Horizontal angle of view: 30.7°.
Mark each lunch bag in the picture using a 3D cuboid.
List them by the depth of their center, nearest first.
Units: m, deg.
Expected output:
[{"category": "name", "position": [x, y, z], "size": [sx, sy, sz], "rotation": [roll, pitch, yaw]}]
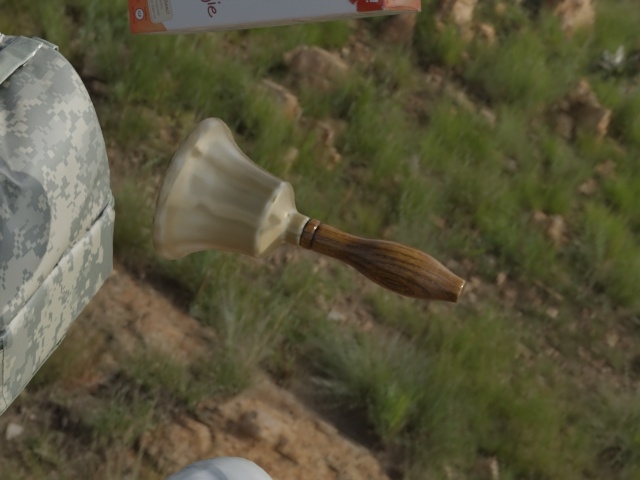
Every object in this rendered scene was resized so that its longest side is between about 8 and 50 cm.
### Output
[{"category": "lunch bag", "position": [-0.332, -0.026, 1.089], "size": [0.212, 0.256, 0.305], "rotation": [18, 38, 11]}]

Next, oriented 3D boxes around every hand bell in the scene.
[{"category": "hand bell", "position": [0.000, 0.000, 0.937], "size": [0.242, 0.126, 0.126], "rotation": [22, 33, 14]}]

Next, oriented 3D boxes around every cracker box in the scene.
[{"category": "cracker box", "position": [-0.043, -0.243, 0.886], "size": [0.232, 0.156, 0.067], "rotation": [0, 8, 29]}]

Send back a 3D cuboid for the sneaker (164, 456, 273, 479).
[{"category": "sneaker", "position": [-0.080, 0.228, 0.465], "size": [0.169, 0.108, 0.292], "rotation": [9, 60, -33]}]
